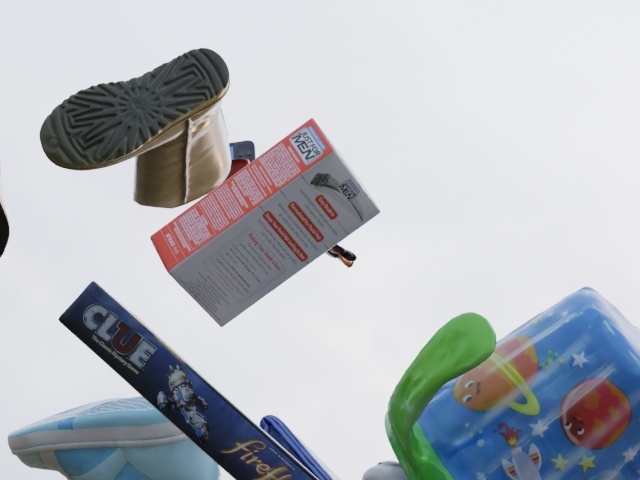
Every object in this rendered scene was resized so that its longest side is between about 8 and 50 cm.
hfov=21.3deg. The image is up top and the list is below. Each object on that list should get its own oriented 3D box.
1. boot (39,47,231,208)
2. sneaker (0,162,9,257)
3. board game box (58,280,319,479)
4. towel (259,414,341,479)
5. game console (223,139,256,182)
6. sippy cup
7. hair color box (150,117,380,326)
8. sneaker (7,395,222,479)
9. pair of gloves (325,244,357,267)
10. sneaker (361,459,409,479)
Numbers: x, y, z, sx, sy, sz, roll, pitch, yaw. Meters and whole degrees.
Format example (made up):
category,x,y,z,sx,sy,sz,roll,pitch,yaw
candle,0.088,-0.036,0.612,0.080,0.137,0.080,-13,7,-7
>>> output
category,x,y,z,sx,sy,sz,roll,pitch,yaw
boot,-0.204,-0.099,1.976,0.269,0.236,0.089,104,-38,-68
sneaker,-0.486,-0.091,2.382,0.090,0.145,0.270,-5,-39,-11
board game box,-0.088,0.138,1.339,0.243,0.042,0.165,40,-6,12
towel,0.057,0.343,1.963,0.243,0.040,0.336,46,-3,39
game console,-0.167,-0.115,2.403,0.144,0.124,0.085,-9,-45,4
sippy cup,0.216,0.171,1.549,0.240,0.224,0.305,51,12,15
hair color box,-0.045,-0.014,1.403,0.093,0.167,0.053,51,6,-47
sneaker,-0.225,0.285,1.907,0.127,0.208,0.319,-19,5,-43
pair of gloves,0.000,0.000,1.538,0.074,0.010,0.083,32,-5,2
sneaker,0.062,0.355,1.583,0.129,0.297,0.111,-3,1,-39
